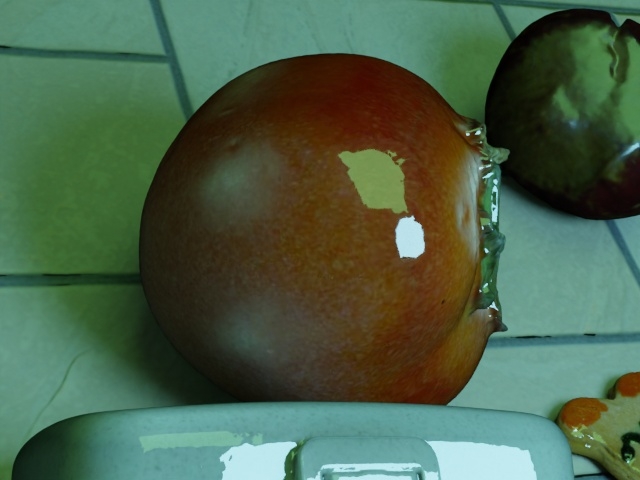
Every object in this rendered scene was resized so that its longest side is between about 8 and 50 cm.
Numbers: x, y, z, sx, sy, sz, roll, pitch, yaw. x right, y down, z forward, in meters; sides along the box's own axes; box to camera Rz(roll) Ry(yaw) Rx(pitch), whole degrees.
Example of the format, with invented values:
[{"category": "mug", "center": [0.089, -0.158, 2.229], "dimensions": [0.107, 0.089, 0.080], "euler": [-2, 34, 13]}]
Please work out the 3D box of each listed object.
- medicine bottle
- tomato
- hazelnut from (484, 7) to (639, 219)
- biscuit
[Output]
[{"category": "medicine bottle", "center": [-0.021, 0.181, 1.018], "dimensions": [0.375, 0.282, 0.123], "euler": [5, 77, -23]}, {"category": "tomato", "center": [0.000, 0.000, 1.193], "dimensions": [0.321, 0.321, 0.321], "euler": [13, 45, -13]}, {"category": "hazelnut", "center": [0.276, -0.127, 1.516], "dimensions": [0.218, 0.218, 0.234], "euler": [-9, 73, -31]}, {"category": "biscuit", "center": [0.341, 0.215, 1.297], "dimensions": [0.165, 0.036, 0.250], "euler": [-21, 53, -36]}]
